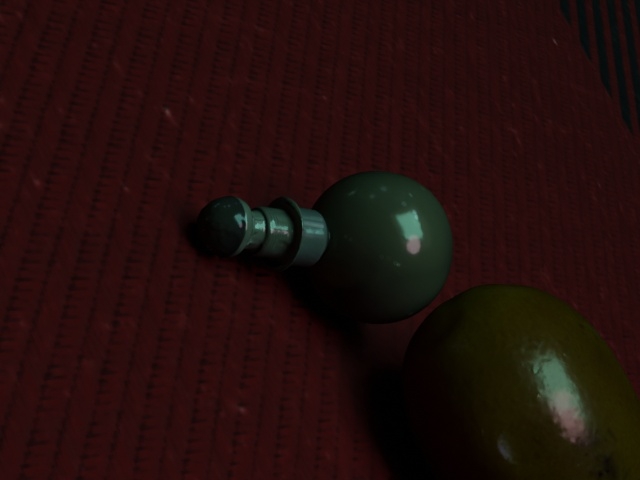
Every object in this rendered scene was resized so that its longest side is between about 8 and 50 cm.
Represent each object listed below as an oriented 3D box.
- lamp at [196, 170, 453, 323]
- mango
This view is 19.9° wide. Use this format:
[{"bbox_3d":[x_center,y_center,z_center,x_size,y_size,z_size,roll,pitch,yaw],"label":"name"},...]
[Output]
[{"bbox_3d":[0.000,0.000,1.048,0.163,0.091,0.091,7,52,-38],"label":"lamp"},{"bbox_3d":[0.134,0.124,1.078,0.221,0.120,0.151,53,29,-19],"label":"mango"}]
